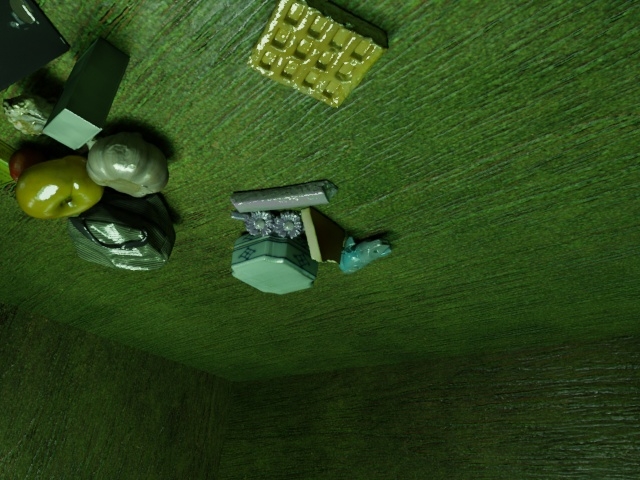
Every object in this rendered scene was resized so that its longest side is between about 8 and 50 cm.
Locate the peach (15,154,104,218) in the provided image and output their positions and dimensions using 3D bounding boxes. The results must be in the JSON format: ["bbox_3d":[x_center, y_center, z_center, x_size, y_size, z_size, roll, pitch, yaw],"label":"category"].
[{"bbox_3d":[-0.777,-0.161,1.547,0.251,0.153,0.251,-32,169,-7],"label":"peach"}]

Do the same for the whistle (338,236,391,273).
[{"bbox_3d":[0.148,0.051,1.868,0.186,0.093,0.274,11,154,-31],"label":"whistle"}]

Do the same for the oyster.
[{"bbox_3d":[-0.715,-0.322,1.398,0.200,0.107,0.354,12,174,-11],"label":"oyster"}]

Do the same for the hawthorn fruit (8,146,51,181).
[{"bbox_3d":[-0.898,-0.229,1.594,0.127,0.128,0.128,6,151,3],"label":"hawthorn fruit"}]

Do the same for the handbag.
[{"bbox_3d":[-0.679,-0.047,1.767,0.340,0.248,0.240,10,140,0],"label":"handbag"}]

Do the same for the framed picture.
[{"bbox_3d":[-0.756,-0.426,1.112,0.323,0.013,0.244,-34,148,-6],"label":"framed picture"}]

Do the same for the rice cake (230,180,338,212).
[{"bbox_3d":[-0.123,-0.135,1.644,0.364,0.056,0.073,-4,151,21],"label":"rice cake"}]

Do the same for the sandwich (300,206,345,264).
[{"bbox_3d":[0.000,0.000,1.747,0.058,0.163,0.193,-14,144,39],"label":"sandwich"}]

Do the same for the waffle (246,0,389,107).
[{"bbox_3d":[-0.010,-0.411,1.119,0.247,0.055,0.221,19,149,-22],"label":"waffle"}]

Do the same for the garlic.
[{"bbox_3d":[-0.551,-0.223,1.488,0.227,0.152,0.228,-1,155,0],"label":"garlic"}]

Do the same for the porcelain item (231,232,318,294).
[{"bbox_3d":[-0.168,0.075,1.926,0.285,0.157,0.281,-18,144,37],"label":"porcelain item"}]

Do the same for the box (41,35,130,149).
[{"bbox_3d":[-0.540,-0.340,1.197,0.129,0.225,0.086,-19,143,39],"label":"box"}]

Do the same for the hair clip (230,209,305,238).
[{"bbox_3d":[-0.164,-0.062,1.767,0.291,0.084,0.107,8,108,-5],"label":"hair clip"}]

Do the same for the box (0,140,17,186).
[{"bbox_3d":[-1.059,-0.244,1.668,0.219,0.064,0.141,-8,148,28],"label":"box"}]
